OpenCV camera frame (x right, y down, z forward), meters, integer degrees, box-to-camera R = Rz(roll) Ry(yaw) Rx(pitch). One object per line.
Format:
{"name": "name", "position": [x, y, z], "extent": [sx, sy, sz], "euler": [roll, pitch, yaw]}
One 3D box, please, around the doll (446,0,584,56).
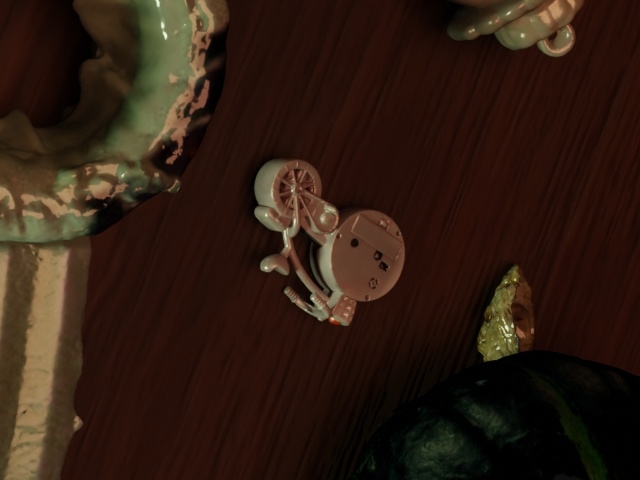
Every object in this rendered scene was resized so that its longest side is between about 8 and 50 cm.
{"name": "doll", "position": [0.089, -0.246, 1.027], "extent": [0.138, 0.119, 0.293], "euler": [-40, 107, -9]}

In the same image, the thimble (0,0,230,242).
{"name": "thimble", "position": [-0.181, -0.110, 0.875], "extent": [0.237, 0.150, 0.237], "euler": [-6, 102, -28]}

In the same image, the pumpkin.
{"name": "pumpkin", "position": [0.162, 0.228, 1.045], "extent": [0.315, 0.238, 0.315], "euler": [-4, 104, -17]}

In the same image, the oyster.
{"name": "oyster", "position": [0.141, 0.066, 1.145], "extent": [0.081, 0.038, 0.083], "euler": [48, 43, -49]}

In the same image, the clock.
{"name": "clock", "position": [0.000, 0.000, 1.046], "extent": [0.129, 0.041, 0.087], "euler": [42, 74, -30]}

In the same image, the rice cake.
{"name": "rice cake", "position": [-0.212, 0.103, 0.947], "extent": [0.127, 0.043, 0.237], "euler": [6, 94, -30]}
